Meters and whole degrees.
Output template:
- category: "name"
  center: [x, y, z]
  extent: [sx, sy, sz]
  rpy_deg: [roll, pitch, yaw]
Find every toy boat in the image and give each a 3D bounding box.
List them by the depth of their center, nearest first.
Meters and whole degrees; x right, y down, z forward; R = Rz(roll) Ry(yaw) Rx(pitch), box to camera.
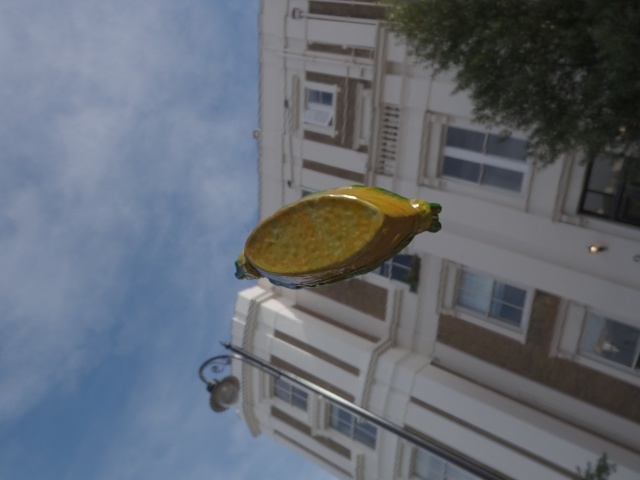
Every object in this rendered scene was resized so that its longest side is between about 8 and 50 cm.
- category: "toy boat"
  center: [0.000, 0.000, 0.595]
  extent: [0.088, 0.230, 0.088]
  rpy_deg: [10, -112, -64]
